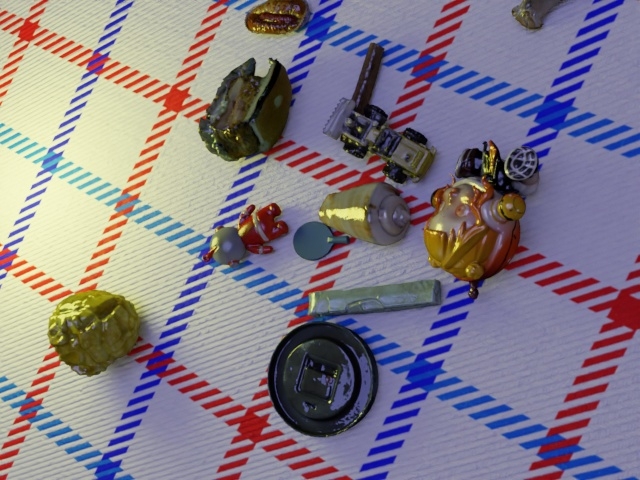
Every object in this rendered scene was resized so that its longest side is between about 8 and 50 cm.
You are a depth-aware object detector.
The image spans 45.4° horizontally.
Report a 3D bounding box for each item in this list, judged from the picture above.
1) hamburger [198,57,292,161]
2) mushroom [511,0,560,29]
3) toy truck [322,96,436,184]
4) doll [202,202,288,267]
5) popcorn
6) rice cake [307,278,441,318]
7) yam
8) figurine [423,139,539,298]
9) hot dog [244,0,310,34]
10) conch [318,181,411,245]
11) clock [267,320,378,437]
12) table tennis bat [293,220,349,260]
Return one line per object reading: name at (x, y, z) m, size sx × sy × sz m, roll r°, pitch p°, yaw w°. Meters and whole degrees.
hamburger at (-0.187, -0.321, 1.985) m, size 0.167 × 0.192 × 0.288 m, roll 14°, pitch 62°, yaw 20°
mushroom at (0.533, -0.589, 1.743) m, size 0.225 × 0.093 × 0.116 m, roll -40°, pitch 89°, yaw 8°
toy truck at (0.138, -0.245, 1.838) m, size 0.286 × 0.111 × 0.136 m, roll 31°, pitch 93°, yaw 13°
doll at (-0.202, -0.005, 1.992) m, size 0.245 × 0.076 × 0.142 m, roll -30°, pitch 70°, yaw 13°
popcorn at (-0.612, 0.250, 2.070) m, size 0.249 × 0.249 × 0.225 m, roll -5°, pitch 109°, yaw 24°
rice cake at (0.123, 0.140, 1.826) m, size 0.336 × 0.063 × 0.066 m, roll -9°, pitch 68°, yaw 24°
yam at (0.104, -0.366, 1.926) m, size 0.046 × 0.046 × 0.264 m, roll 16°, pitch 89°, yaw 26°
figurine at (0.351, -0.048, 1.680) m, size 0.323 × 0.196 × 0.320 m, roll -61°, pitch 21°, yaw -4°
hot dog at (-0.119, -0.602, 2.062) m, size 0.192 × 0.053 × 0.099 m, roll 3°, pitch 79°, yaw 22°
conch at (0.100, -0.068, 1.834) m, size 0.255 × 0.127 × 0.158 m, roll 1°, pitch 83°, yaw 25°
clock at (0.006, 0.334, 1.850) m, size 0.280 × 0.055 × 0.281 m, roll -4°, pitch 80°, yaw 23°
table tennis bat at (0.000, 0.000, 1.929) m, size 0.155 × 0.019 × 0.100 m, roll -3°, pitch 80°, yaw 26°
